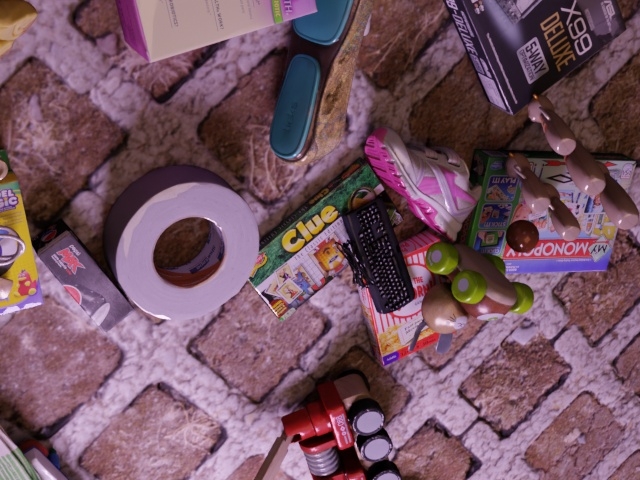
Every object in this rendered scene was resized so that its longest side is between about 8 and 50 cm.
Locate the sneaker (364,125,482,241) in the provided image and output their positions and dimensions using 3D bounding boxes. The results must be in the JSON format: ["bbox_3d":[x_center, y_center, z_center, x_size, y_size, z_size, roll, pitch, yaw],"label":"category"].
[{"bbox_3d":[0.165,-0.110,1.764,0.111,0.103,0.252,-50,132,-3],"label":"sneaker"}]

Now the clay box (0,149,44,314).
[{"bbox_3d":[-0.458,-0.003,1.508,0.127,0.053,0.222,-15,120,-19],"label":"clay box"}]

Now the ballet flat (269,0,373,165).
[{"bbox_3d":[0.015,-0.274,1.600,0.123,0.123,0.348,5,111,-29],"label":"ballet flat"}]

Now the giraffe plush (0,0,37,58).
[{"bbox_3d":[-0.467,-0.281,1.320,0.181,0.210,0.170,-38,92,7],"label":"giraffe plush"}]

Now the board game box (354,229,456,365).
[{"bbox_3d":[0.142,0.097,1.876,0.147,0.045,0.193,-24,122,-16],"label":"board game box"}]

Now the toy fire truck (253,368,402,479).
[{"bbox_3d":[-0.003,0.366,1.881,0.246,0.158,0.217,-19,122,-5],"label":"toy fire truck"}]

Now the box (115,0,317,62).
[{"bbox_3d":[-0.150,-0.376,1.451,0.243,0.117,0.213,-21,121,-17],"label":"box"}]

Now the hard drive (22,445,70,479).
[{"bbox_3d":[-0.503,0.466,1.692,0.319,0.040,0.210,-33,125,0],"label":"hard drive"}]

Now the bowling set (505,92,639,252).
[{"bbox_3d":[0.358,-0.092,1.805,0.200,0.154,0.287,-35,130,14],"label":"bowling set"}]

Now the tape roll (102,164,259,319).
[{"bbox_3d":[-0.202,0.004,1.635,0.219,0.072,0.219,-11,117,-23],"label":"tape roll"}]

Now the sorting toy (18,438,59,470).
[{"bbox_3d":[-0.427,0.336,1.700,0.061,0.042,0.102,-10,126,-9],"label":"sorting toy"}]

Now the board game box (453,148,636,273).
[{"bbox_3d":[0.385,-0.048,1.934,0.317,0.046,0.213,-1,113,-27],"label":"board game box"}]

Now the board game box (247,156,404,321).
[{"bbox_3d":[0.000,0.000,1.766,0.260,0.030,0.136,-40,123,-5],"label":"board game box"}]

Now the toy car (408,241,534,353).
[{"bbox_3d":[0.220,0.114,1.822,0.155,0.149,0.188,13,117,-43],"label":"toy car"}]

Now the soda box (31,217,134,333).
[{"bbox_3d":[-0.338,0.052,1.597,0.060,0.053,0.169,-38,124,-7],"label":"soda box"}]

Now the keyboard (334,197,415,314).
[{"bbox_3d":[0.090,0.036,1.772,0.100,0.038,0.192,-28,113,-15],"label":"keyboard"}]

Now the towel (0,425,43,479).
[{"bbox_3d":[-0.553,0.314,1.566,0.248,0.038,0.324,-30,113,-1],"label":"towel"}]

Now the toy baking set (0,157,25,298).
[{"bbox_3d":[-0.487,-0.019,1.437,0.197,0.030,0.256,-13,118,-16],"label":"toy baking set"}]

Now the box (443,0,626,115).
[{"bbox_3d":[0.315,-0.385,1.715,0.242,0.076,0.307,-36,124,-8],"label":"box"}]
